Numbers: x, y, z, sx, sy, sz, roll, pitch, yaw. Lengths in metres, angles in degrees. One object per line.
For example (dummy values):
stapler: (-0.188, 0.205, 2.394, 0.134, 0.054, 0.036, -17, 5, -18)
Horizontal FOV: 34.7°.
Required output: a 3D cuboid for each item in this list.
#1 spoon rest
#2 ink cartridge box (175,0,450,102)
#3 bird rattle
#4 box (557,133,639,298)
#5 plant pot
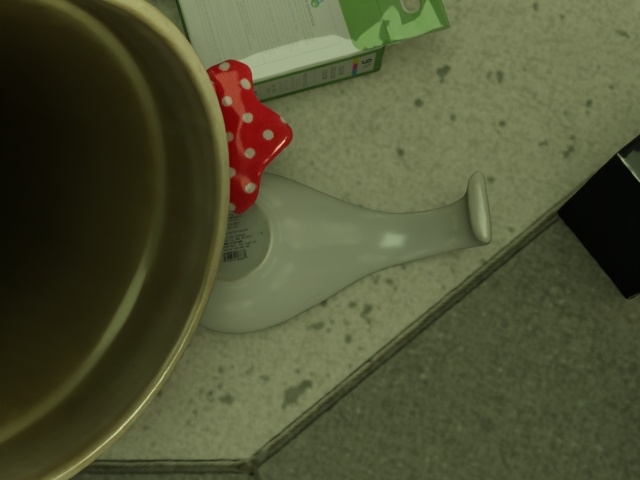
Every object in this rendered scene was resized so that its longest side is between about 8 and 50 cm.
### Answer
spoon rest: (0.000, 0.000, 0.827, 0.276, 0.084, 0.137, -7, 77, 12)
ink cartridge box: (-0.009, -0.189, 0.862, 0.209, 0.062, 0.109, -16, 81, -3)
bird rattle: (-0.160, -0.089, 0.810, 0.253, 0.143, 0.207, 36, 117, 5)
box: (0.328, -0.080, 0.779, 0.261, 0.184, 0.103, -36, 78, -7)
plant pot: (-0.265, -0.027, 0.657, 0.280, 0.323, 0.323, 20, 78, 34)
